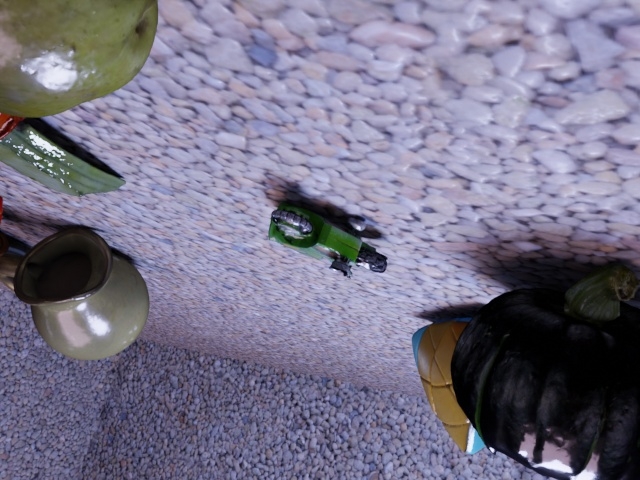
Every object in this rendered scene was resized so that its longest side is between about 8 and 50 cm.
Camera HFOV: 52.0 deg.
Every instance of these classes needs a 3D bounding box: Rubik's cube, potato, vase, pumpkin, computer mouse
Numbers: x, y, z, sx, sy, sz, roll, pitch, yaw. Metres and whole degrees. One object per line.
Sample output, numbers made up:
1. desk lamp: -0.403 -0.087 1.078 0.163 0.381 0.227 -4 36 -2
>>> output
1. Rubik's cube: 0.303 0.259 1.159 0.254 0.254 0.254 14 163 4
2. potato: -0.223 -0.165 0.390 0.197 0.148 0.228 22 172 35
3. vase: -0.547 0.102 1.389 0.329 0.240 0.302 11 154 14
4. pumpkin: 0.315 0.147 0.816 0.296 0.295 0.296 14 163 4
5. computer mouse: -0.770 0.028 1.624 0.126 0.071 0.231 21 159 37

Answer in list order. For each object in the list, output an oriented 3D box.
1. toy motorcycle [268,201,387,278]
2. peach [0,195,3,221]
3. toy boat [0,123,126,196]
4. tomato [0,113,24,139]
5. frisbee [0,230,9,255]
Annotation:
1. toy motorcycle: 0.000 0.000 0.851 0.190 0.074 0.106 27 169 -36
2. peach: -0.655 -0.043 1.199 0.151 0.151 0.118 17 176 -4
3. toy boat: -0.362 -0.117 0.814 0.093 0.055 0.293 8 162 31
4. tomato: -0.367 -0.163 0.552 0.228 0.101 0.228 -8 144 -6
5. frisbee: -0.754 -0.026 1.313 0.251 0.021 0.251 27 -171 -5
